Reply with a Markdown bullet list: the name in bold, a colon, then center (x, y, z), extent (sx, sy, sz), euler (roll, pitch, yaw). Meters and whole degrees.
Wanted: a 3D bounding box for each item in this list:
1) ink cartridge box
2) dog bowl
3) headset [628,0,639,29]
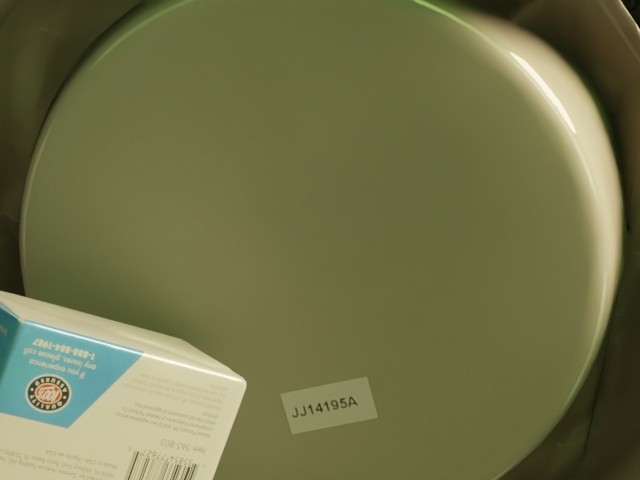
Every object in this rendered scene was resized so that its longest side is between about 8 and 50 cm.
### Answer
- **ink cartridge box**: center (-0.113, 0.119, 0.709), extent (0.104, 0.181, 0.061), euler (19, 3, -33)
- **dog bowl**: center (0.000, 0.000, 0.789), extent (0.349, 0.349, 0.102), euler (38, 20, -6)
- **headset**: center (0.141, -0.047, 0.960), extent (0.185, 0.394, 0.243), euler (44, 69, 3)
